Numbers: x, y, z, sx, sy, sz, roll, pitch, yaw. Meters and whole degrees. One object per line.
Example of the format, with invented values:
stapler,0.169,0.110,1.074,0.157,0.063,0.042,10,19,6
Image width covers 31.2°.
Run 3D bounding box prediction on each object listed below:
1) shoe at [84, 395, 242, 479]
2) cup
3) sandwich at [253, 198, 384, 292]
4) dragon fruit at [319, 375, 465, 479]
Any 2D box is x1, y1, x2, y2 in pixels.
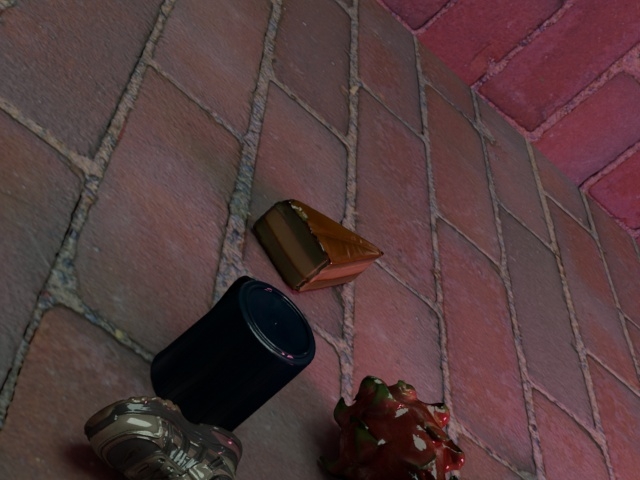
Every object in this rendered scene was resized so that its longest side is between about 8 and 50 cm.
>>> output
shoe,-0.140,0.212,1.044,0.180,0.089,0.092,35,30,-44
cup,-0.095,0.108,1.194,0.113,0.138,0.150,12,44,-53
sandwich,0.000,0.000,1.570,0.113,0.079,0.163,57,27,14
dragon fruit,0.095,0.261,1.290,0.135,0.137,0.236,-3,53,-41
